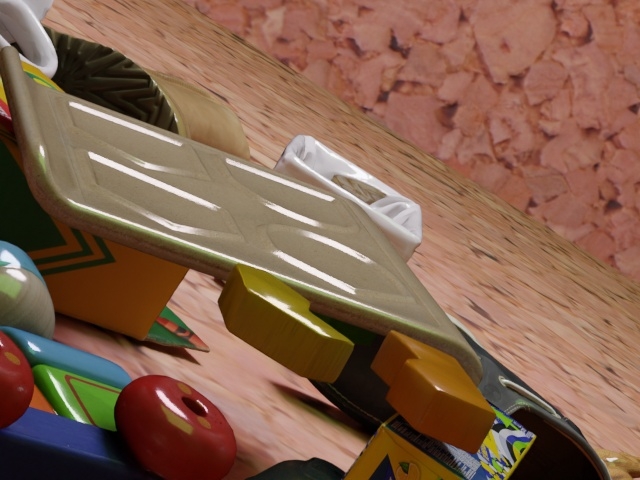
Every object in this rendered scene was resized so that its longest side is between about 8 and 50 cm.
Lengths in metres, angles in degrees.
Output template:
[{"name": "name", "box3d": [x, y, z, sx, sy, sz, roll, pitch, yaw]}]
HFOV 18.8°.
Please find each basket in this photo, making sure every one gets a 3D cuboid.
[{"name": "basket", "box3d": [0.000, 0.000, 1.374, 0.113, 0.103, 0.167, 33, 9, -2]}]

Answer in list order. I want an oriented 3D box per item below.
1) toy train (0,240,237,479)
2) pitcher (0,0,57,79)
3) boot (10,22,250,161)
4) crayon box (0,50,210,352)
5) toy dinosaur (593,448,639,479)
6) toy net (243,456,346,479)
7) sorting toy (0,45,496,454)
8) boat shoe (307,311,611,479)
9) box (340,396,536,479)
[{"name": "toy train", "box3d": [-0.152, 0.036, 0.582, 0.248, 0.105, 0.143, 24, 21, -46]}, {"name": "pitcher", "box3d": [-0.260, -0.201, 1.295, 0.207, 0.125, 0.178, 36, 22, -48]}, {"name": "boot", "box3d": [-0.126, -0.091, 1.481, 0.236, 0.089, 0.269, 38, 9, 28]}, {"name": "crayon box", "box3d": [-0.198, -0.052, 1.032, 0.202, 0.081, 0.318, 40, 10, 39]}, {"name": "toy dinosaur", "box3d": [0.190, 0.159, 1.315, 0.112, 0.064, 0.211, 25, 12, -38]}, {"name": "toy net", "box3d": [0.050, 0.171, 0.831, 0.122, 0.045, 0.232, 29, 11, -38]}, {"name": "sorting toy", "box3d": [-0.038, 0.007, 0.863, 0.229, 0.041, 0.307, 24, 12, -19]}, {"name": "boat shoe", "box3d": [0.083, 0.103, 1.178, 0.233, 0.084, 0.079, 33, 8, -23]}, {"name": "box", "box3d": [0.047, 0.103, 0.827, 0.054, 0.059, 0.169, 36, 10, 9]}]
